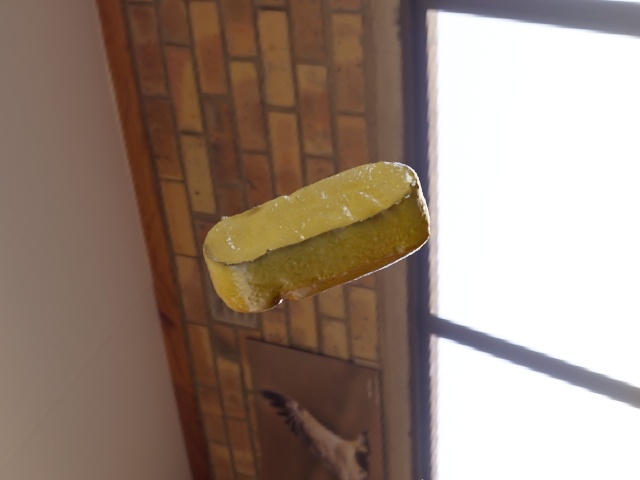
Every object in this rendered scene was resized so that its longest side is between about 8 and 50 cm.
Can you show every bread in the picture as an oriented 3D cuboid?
[{"bbox_3d":[0.000,0.000,0.946,0.102,0.246,0.094,-122,13,-54],"label":"bread"}]
